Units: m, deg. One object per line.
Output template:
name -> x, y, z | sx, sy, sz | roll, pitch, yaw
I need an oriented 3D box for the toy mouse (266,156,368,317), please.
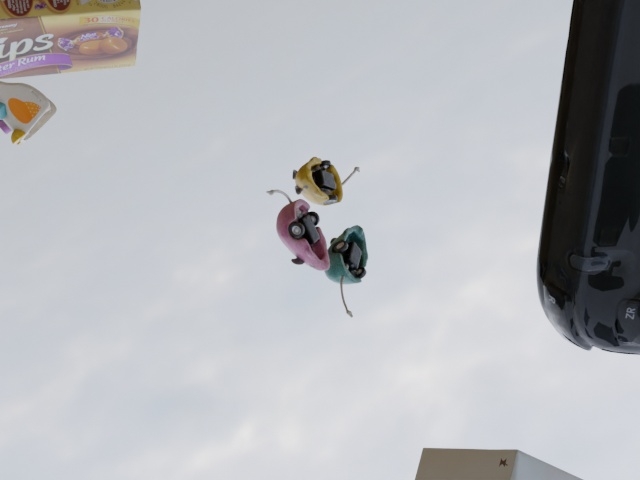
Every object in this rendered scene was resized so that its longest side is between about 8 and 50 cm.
toy mouse -> 0.000, 0.000, 1.024 | 0.031, 0.143, 0.161 | -19, 168, 27

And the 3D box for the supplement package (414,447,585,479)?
supplement package -> 0.189, 0.318, 1.132 | 0.149, 0.203, 0.194 | -14, -127, 59

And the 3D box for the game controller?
game controller -> 0.184, -0.096, 0.506 | 0.166, 0.319, 0.067 | -8, -153, -24

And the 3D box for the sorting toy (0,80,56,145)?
sorting toy -> -0.251, -0.115, 0.948 | 0.045, 0.075, 0.083 | -48, -172, -4

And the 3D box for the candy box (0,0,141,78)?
candy box -> -0.272, -0.207, 1.166 | 0.187, 0.053, 0.109 | -9, 159, -16
